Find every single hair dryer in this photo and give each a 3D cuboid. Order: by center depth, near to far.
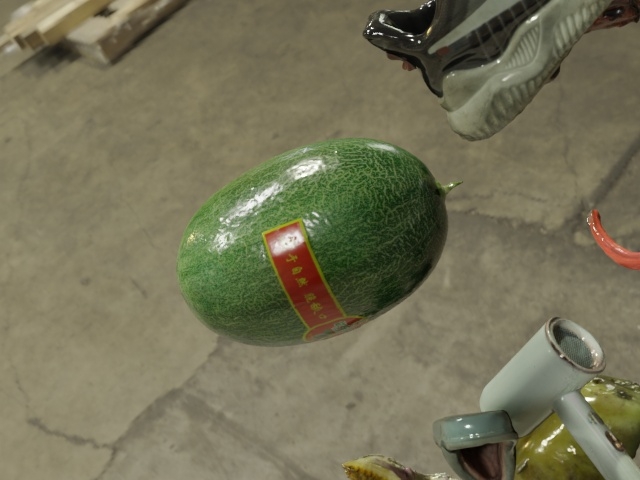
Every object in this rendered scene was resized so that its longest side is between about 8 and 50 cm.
[{"bbox_3d":[0.272,0.206,0.941,0.236,0.073,0.131,53,128,24],"label":"hair dryer"}]

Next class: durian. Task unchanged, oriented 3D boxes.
[{"bbox_3d":[0.113,0.321,1.095,0.078,0.224,0.140,-59,6,30],"label":"durian"}]

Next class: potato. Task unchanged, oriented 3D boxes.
[{"bbox_3d":[0.303,0.280,1.207,0.160,0.111,0.272,-92,24,-69],"label":"potato"}]

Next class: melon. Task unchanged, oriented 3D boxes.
[{"bbox_3d":[0.000,0.000,0.886,0.287,0.182,0.182,-24,38,17],"label":"melon"}]

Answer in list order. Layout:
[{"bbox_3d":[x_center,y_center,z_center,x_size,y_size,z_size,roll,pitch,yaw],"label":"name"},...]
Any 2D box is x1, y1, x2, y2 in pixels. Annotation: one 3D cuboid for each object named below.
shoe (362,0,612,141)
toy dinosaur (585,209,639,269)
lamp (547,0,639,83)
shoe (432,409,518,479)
[{"bbox_3d":[0.108,-0.161,0.530,0.227,0.112,0.099,-60,5,41],"label":"shoe"},{"bbox_3d":[0.290,0.007,0.657,0.286,0.139,0.070,22,87,40],"label":"toy dinosaur"},{"bbox_3d":[0.277,-0.277,1.212,0.215,0.151,0.223,-42,54,1],"label":"lamp"},{"bbox_3d":[0.147,0.202,0.881,0.079,0.195,0.078,-5,72,5],"label":"shoe"}]
